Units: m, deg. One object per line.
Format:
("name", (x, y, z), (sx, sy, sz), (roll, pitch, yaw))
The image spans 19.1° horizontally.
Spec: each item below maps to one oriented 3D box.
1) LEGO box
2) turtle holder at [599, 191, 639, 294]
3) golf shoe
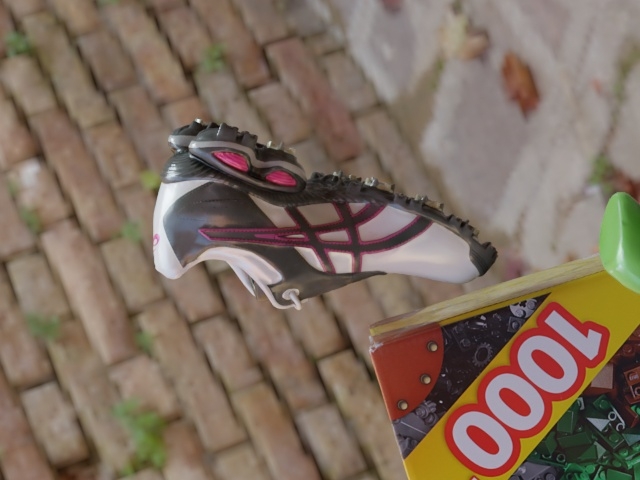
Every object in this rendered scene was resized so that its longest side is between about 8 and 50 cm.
("LEGO box", (0.324, 0.177, 1.519), (0.193, 0.500, 0.372), (-76, -31, -88))
("turtle holder", (0.280, 0.006, 0.887), (0.243, 0.227, 0.320), (136, 148, -65))
("golf shoe", (0.000, 0.000, 1.427), (0.105, 0.273, 0.120), (10, 83, 69))
